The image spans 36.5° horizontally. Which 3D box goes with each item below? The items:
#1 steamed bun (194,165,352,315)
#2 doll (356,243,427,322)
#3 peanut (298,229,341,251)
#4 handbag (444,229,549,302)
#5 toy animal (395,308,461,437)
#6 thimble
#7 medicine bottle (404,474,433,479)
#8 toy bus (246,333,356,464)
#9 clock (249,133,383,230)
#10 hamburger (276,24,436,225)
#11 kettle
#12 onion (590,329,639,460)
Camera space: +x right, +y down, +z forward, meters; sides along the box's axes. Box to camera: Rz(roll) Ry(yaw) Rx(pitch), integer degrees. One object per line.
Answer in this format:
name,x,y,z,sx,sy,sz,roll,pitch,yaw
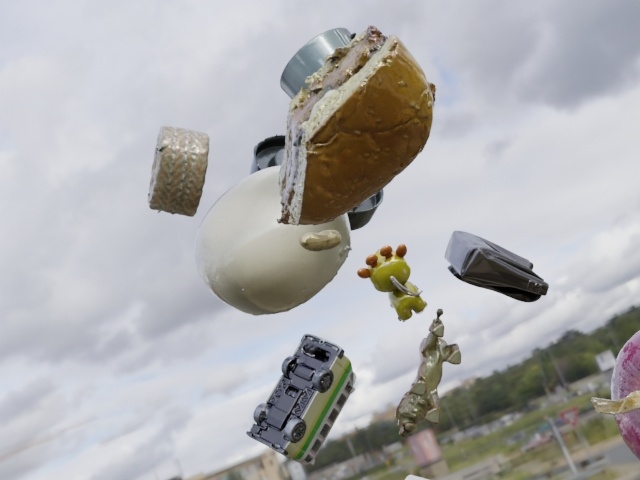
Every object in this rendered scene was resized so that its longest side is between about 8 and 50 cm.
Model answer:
steamed bun,-0.105,-0.013,1.926,0.324,0.324,0.206,-27,-58,14
doll,0.184,0.099,2.497,0.143,0.135,0.221,-28,-50,3
peanut,0.000,0.000,1.625,0.083,0.037,0.037,0,-26,-42
handbag,0.475,0.073,2.630,0.257,0.114,0.285,18,9,-6
toy animal,0.248,0.319,2.293,0.097,0.312,0.157,19,-7,-11
thimble,-0.390,-0.194,2.644,0.148,0.196,0.229,10,-65,-14
medicine bottle,0.295,0.604,2.145,0.236,0.139,0.139,12,-1,22
toy bus,-0.030,0.414,2.496,0.143,0.305,0.179,15,-21,41
clock,-0.013,-0.163,2.709,0.386,0.386,0.076,-10,-45,-43
hamburger,0.044,-0.154,1.354,0.245,0.155,0.282,-8,-56,-2
kettle,0.077,-0.250,1.691,0.160,0.243,0.210,-15,-28,-53
onion,0.764,0.329,1.993,0.358,0.358,0.345,-31,-7,29
